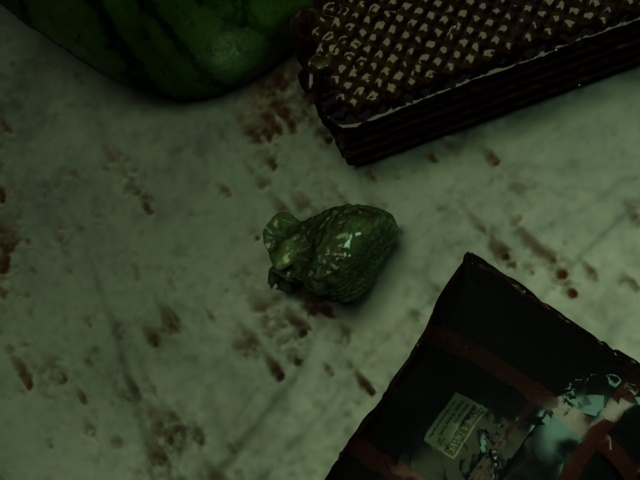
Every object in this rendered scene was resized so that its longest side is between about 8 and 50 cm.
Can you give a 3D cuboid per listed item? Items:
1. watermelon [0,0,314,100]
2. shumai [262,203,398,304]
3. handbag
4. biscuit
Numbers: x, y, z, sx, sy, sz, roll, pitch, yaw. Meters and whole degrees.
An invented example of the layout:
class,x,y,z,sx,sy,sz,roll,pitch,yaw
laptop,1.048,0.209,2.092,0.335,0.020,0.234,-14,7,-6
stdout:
class,x,y,z,sx,sy,sz,roll,pitch,yaw
watermelon,-0.126,-0.281,1.005,0.331,0.189,0.330,-3,78,12
shumai,0.000,0.000,0.939,0.080,0.082,0.083,31,58,21
handbag,0.104,0.140,0.822,0.169,0.155,0.215,31,79,13
biscuit,0.172,-0.166,0.952,0.388,0.073,0.107,-20,68,6
